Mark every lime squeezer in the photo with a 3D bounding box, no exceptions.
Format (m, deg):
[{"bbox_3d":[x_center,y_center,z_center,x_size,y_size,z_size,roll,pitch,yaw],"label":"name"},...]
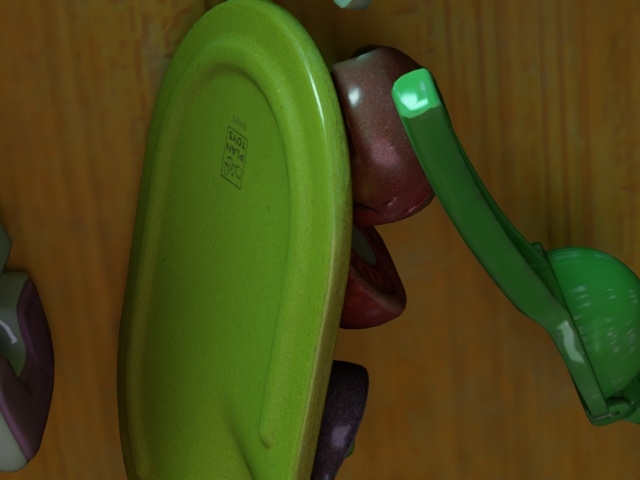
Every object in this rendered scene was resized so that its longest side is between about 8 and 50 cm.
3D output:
[{"bbox_3d":[0.113,0.023,0.608,0.310,0.059,0.110,13,153,-37],"label":"lime squeezer"}]

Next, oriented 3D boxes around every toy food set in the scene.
[{"bbox_3d":[0.000,0.000,0.592,0.071,0.128,0.218,0,110,-29],"label":"toy food set"}]

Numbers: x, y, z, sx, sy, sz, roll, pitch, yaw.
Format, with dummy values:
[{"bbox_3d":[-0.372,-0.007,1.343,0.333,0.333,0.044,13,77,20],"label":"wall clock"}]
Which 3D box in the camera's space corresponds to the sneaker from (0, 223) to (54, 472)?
[{"bbox_3d":[-0.164,-0.024,0.578,0.104,0.095,0.236,-15,115,9],"label":"sneaker"}]
